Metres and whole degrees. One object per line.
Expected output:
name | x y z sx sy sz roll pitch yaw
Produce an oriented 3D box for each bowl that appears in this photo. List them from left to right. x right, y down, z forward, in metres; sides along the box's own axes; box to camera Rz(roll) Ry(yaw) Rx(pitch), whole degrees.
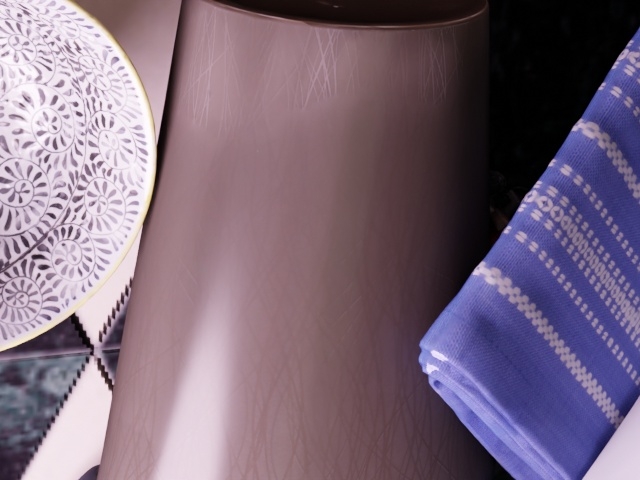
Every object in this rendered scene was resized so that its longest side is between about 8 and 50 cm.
bowl | -0.159 -0.042 0.716 0.170 0.080 0.170 -10 119 -19

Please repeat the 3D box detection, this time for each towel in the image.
towel | 0.181 -0.028 0.812 0.336 0.040 0.243 -56 140 -11

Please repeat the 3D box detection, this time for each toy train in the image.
toy train | 0.097 -0.005 0.879 0.036 0.027 0.158 -41 125 14

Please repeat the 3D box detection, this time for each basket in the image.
basket | 0.000 0.000 0.768 0.204 0.154 0.227 -13 117 -40

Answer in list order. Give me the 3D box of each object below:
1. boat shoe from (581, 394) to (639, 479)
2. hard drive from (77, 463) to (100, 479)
boat shoe | 0.234 0.071 0.766 0.367 0.156 0.136 -57 139 -9
hard drive | 0.007 0.173 0.850 0.254 0.172 0.054 20 90 -28
